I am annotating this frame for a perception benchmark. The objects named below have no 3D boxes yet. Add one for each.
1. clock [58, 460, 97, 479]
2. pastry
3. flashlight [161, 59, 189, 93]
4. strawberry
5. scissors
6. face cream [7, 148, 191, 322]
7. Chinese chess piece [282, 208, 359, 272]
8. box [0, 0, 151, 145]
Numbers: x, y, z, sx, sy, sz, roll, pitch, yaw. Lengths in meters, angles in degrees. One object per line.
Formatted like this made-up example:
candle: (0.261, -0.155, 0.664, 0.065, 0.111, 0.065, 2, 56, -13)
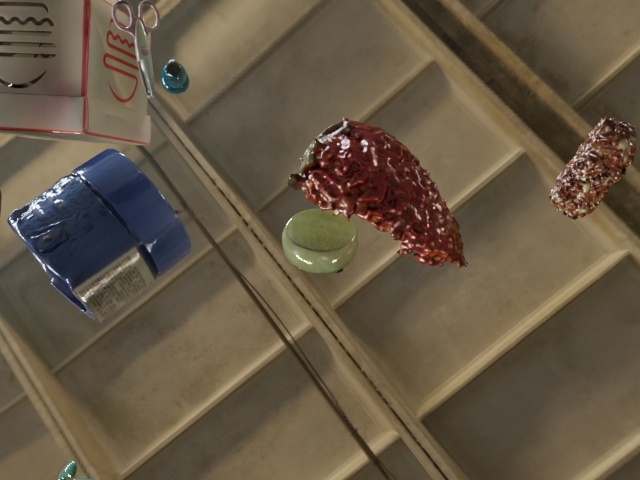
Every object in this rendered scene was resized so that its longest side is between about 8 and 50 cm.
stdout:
clock: (-0.327, 0.381, 0.744, 0.189, 0.060, 0.148, 33, -84, 49)
pastry: (0.521, -0.137, 1.117, 0.097, 0.208, 0.115, 21, -137, 1)
flashlight: (-0.256, -0.288, 1.036, 0.051, 0.129, 0.051, -2, -83, -13)
strawberry: (0.117, -0.090, 0.913, 0.307, 0.233, 0.137, 26, -66, -2)
scissors: (-0.326, -0.350, 1.074, 0.086, 0.022, 0.175, -11, -84, -29)
face cream: (-0.396, -0.005, 1.060, 0.249, 0.249, 0.225, 42, -114, 13)
Chinese chess piece: (0.000, 0.000, 1.097, 0.144, 0.058, 0.144, 2, -142, -2)
box: (-0.593, -0.382, 1.344, 0.315, 0.312, 0.299, 5, -84, 9)
